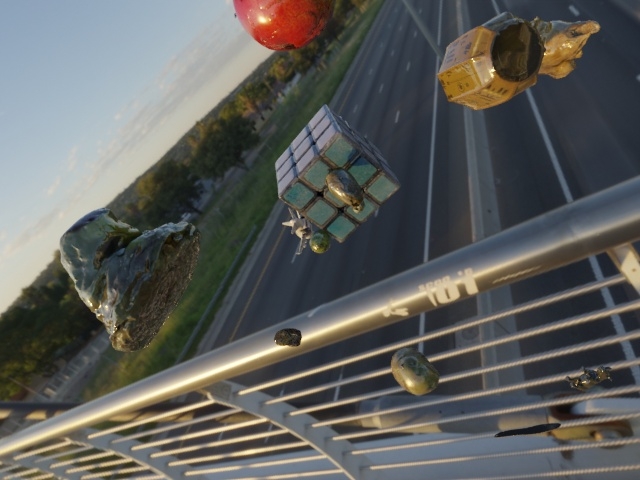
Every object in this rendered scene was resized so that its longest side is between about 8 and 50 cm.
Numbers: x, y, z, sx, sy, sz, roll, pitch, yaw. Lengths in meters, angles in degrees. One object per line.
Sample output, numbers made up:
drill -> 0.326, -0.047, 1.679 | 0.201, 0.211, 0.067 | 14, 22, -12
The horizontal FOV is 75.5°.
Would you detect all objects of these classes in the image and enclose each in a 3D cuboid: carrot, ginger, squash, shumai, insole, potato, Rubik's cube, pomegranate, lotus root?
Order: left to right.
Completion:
shumai -> -0.458, 0.065, 0.952 | 0.304, 0.263, 0.309 | -64, -1, 19
carrot -> -0.107, 0.335, 1.424 | 0.069, 0.069, 0.229 | -47, -15, -4
pomegranate -> -0.061, -0.494, 0.820 | 0.235, 0.210, 0.210 | -36, 23, 12
squash -> 0.000, 0.000, 1.017 | 0.052, 0.052, 0.183 | -44, 2, 3
Rubik's cube -> 0.047, -0.238, 1.452 | 0.301, 0.305, 0.304 | -46, 30, 21
lotus root -> 0.079, -0.155, 1.244 | 0.088, 0.165, 0.088 | -40, 0, 0
potato -> 0.372, 0.522, 1.655 | 0.165, 0.165, 0.262 | -47, 3, -6
insole -> 0.554, 0.514, 1.115 | 0.064, 0.004, 0.188 | -5, -22, -44
ginger -> 0.599, -0.503, 1.083 | 0.123, 0.218, 0.270 | -59, 25, 14

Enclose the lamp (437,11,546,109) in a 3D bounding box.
lamp -> 0.329, -0.345, 0.814 | 0.161, 0.161, 0.185 | -45, 15, -1

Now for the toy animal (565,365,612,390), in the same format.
toy animal -> 0.794, 0.399, 1.210 | 0.047, 0.065, 0.136 | -78, 12, -47

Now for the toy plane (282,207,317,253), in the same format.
toy plane -> -0.078, -0.054, 1.841 | 0.101, 0.255, 0.251 | -12, 72, 16
